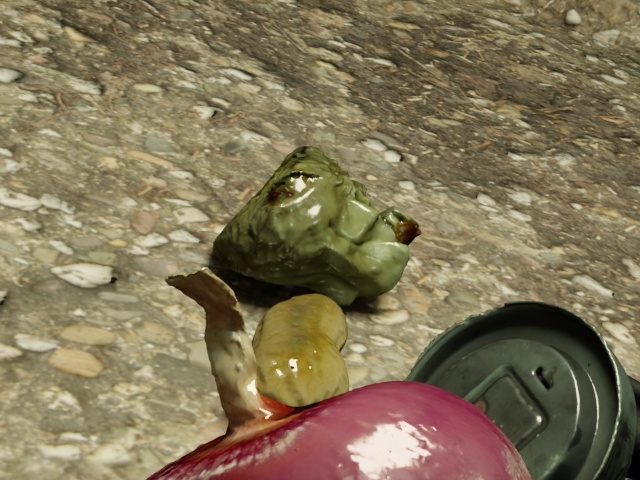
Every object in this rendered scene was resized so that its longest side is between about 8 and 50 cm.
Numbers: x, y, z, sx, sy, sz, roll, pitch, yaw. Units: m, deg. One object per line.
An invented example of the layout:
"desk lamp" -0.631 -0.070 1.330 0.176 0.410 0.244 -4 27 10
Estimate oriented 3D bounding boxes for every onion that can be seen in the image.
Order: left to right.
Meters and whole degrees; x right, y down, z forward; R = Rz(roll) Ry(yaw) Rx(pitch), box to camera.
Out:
"onion" -0.001 0.225 0.944 0.358 0.358 0.345 5 69 -20

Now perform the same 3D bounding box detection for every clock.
"clock" 0.185 0.192 1.198 0.055 0.280 0.280 41 15 -37

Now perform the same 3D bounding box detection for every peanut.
"peanut" -0.022 0.133 1.328 0.120 0.110 0.236 0 22 13

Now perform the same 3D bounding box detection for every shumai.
"shumai" -0.001 -0.001 1.517 0.218 0.189 0.256 35 15 -6

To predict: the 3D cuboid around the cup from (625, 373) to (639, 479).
"cup" 0.284 0.239 1.286 0.177 0.166 0.239 29 49 7
